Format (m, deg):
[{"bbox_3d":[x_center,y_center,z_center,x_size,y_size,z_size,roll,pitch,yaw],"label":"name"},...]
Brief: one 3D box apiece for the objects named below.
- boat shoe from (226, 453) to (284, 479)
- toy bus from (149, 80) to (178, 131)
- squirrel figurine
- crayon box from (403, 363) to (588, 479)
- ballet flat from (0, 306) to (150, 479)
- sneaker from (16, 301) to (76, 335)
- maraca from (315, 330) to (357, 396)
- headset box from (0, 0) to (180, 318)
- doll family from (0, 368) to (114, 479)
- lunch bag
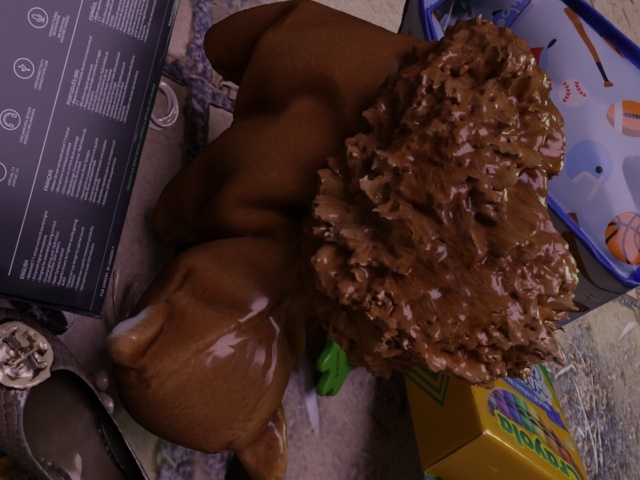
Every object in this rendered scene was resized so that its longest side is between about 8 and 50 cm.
[{"bbox_3d":[-0.054,0.242,0.768,0.049,0.056,0.152,29,62,-42],"label":"boat shoe"},{"bbox_3d":[-0.248,-0.152,0.698,0.191,0.104,0.202,-34,116,-28],"label":"toy bus"},{"bbox_3d":[0.000,0.000,0.690,0.281,0.397,0.370,55,54,-28],"label":"squirrel figurine"},{"bbox_3d":[0.187,0.189,0.935,0.203,0.083,0.323,38,26,-27],"label":"crayon box"},{"bbox_3d":[-0.157,0.151,0.582,0.084,0.058,0.249,-41,111,-46],"label":"ballet flat"},{"bbox_3d":[-0.235,0.009,0.689,0.135,0.052,0.058,62,30,-17],"label":"sneaker"},{"bbox_3d":[0.048,0.086,0.910,0.185,0.099,0.127,-48,147,-37],"label":"maraca"},{"bbox_3d":[-0.260,-0.101,0.538,0.283,0.131,0.246,16,82,-36],"label":"headset box"},{"bbox_3d":[-0.208,0.180,0.612,0.111,0.076,0.192,2,74,-52],"label":"doll family"},{"bbox_3d":[0.216,-0.103,0.966,0.239,0.328,0.385,-38,81,-13],"label":"lunch bag"}]
